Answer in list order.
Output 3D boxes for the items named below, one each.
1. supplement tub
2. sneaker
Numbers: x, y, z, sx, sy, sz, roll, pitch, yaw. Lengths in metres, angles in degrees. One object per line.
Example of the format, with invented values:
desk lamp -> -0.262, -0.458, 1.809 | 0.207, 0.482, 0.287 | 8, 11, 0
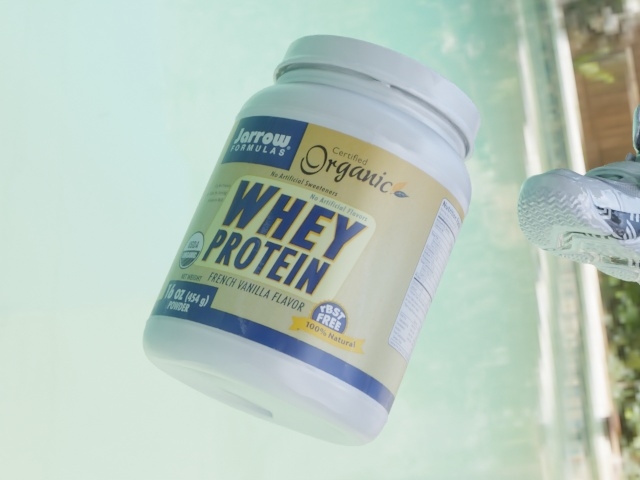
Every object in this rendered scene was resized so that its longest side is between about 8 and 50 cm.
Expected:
supplement tub -> 0.000, 0.000, 1.210 | 0.316, 0.228, 0.228 | -68, 157, -14
sneaker -> 0.357, -0.070, 1.519 | 0.366, 0.137, 0.210 | 19, 77, -41
